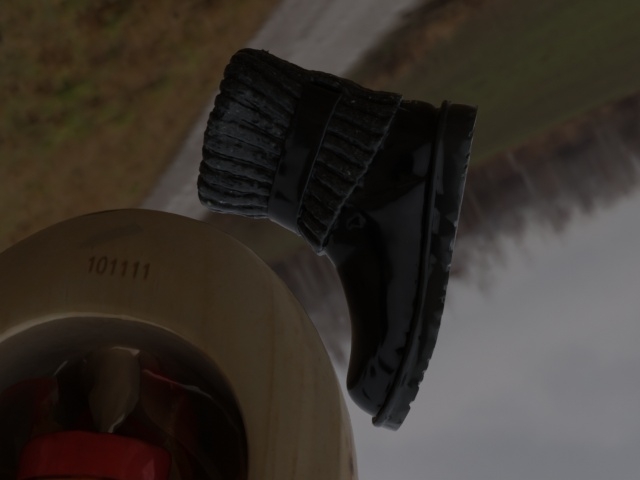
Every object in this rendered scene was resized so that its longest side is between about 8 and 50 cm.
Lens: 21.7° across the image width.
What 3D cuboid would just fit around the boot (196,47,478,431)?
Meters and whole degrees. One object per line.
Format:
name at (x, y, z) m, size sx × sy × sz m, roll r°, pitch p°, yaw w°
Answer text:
boot at (0.000, -0.001, 1.651) m, size 0.260 × 0.348 × 0.131 m, roll 10°, pitch -176°, yaw 3°

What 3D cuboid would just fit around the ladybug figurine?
ladybug figurine at (-0.130, 0.203, 0.967) m, size 0.305 × 0.449 × 0.162 m, roll 8°, pitch 155°, yaw 7°
